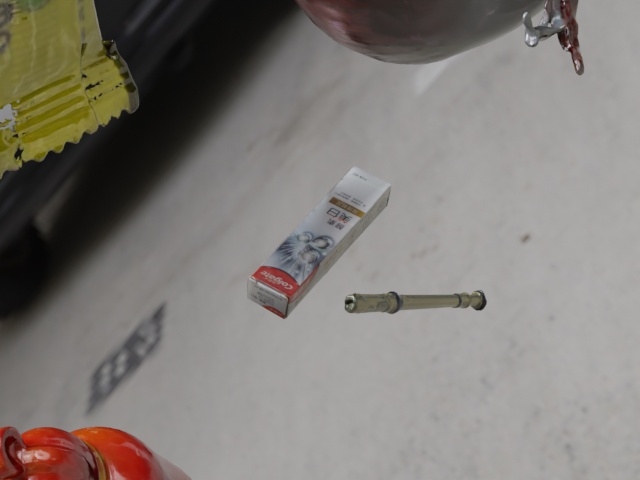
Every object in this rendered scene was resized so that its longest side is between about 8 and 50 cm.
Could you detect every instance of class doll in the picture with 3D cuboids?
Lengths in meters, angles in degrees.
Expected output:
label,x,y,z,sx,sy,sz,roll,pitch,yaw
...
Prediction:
label,x,y,z,sx,sy,sz,roll,pitch,yaw
doll,-0.186,0.259,1.590,0.160,0.363,0.182,-19,51,19

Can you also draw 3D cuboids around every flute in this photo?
label,x,y,z,sx,sy,sz,roll,pitch,yaw
flute,0.108,0.070,2.029,0.027,0.233,0.027,0,90,42

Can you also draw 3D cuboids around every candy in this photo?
label,x,y,z,sx,sy,sz,roll,pitch,yaw
candy,-0.204,-0.193,1.096,0.081,0.297,0.187,-6,19,39

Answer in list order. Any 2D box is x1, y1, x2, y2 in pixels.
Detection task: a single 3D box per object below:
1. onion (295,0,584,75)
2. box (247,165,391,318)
label,x,y,z,sx,sy,sz,roll,pitch,yaw
onion,0.097,-0.214,1.038,0.273,0.273,0.285,-49,60,1
box,0.000,0.000,1.988,0.218,0.055,0.039,-48,-22,-38
